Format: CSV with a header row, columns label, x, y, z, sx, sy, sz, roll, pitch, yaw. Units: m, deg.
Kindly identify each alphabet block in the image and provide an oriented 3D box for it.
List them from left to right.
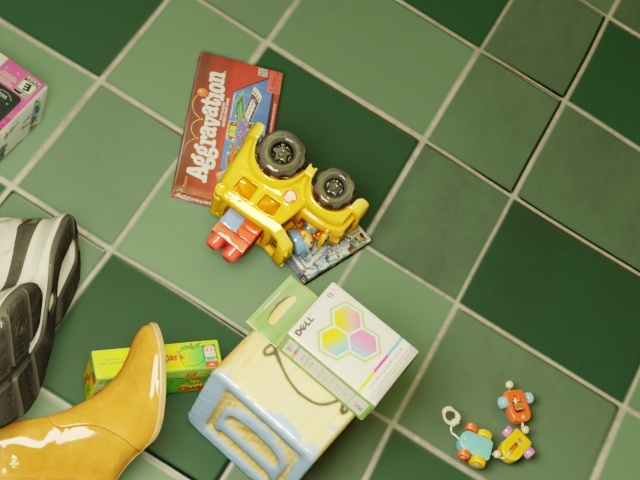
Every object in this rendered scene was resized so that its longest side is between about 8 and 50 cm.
label,x,y,z,sx,sy,sz,roll,pitch,yaw
alphabet block,-0.043,0.217,1.920,0.192,0.193,0.197,41,57,4

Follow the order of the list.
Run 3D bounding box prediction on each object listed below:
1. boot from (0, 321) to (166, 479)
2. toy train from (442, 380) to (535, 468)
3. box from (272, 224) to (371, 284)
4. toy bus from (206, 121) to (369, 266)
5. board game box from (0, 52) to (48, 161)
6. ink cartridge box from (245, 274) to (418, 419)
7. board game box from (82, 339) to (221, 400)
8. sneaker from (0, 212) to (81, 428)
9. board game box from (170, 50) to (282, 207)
label,x,y,z,sx,sy,sz,roll,pitch,yaw
boot,-0.324,0.246,1.799,0.211,0.104,0.295,7,94,-18
toy train,0.261,0.289,2.073,0.166,0.046,0.125,-10,64,-27
box,0.000,0.000,2.153,0.137,0.027,0.094,-31,75,-30
toy bus,-0.067,-0.037,2.061,0.220,0.149,0.211,35,70,1
board game box,-0.587,-0.175,2.011,0.224,0.097,0.303,34,57,3
ink cartridge box,0.016,0.132,1.836,0.209,0.062,0.109,40,57,5
board game box,-0.240,0.186,1.928,0.181,0.092,0.043,-4,64,-21
sneaker,-0.492,0.102,1.799,0.257,0.169,0.447,2,27,4
board game box,-0.150,-0.175,2.201,0.145,0.027,0.281,13,59,-10
